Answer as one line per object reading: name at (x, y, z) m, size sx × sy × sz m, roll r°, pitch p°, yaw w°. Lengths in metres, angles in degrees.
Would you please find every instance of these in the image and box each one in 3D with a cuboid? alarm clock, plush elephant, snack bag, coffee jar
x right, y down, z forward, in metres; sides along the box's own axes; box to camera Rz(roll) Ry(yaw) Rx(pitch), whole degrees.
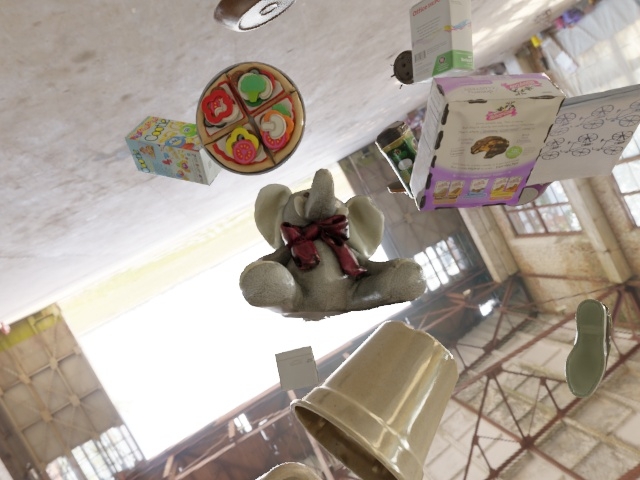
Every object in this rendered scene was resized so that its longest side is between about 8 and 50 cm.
alarm clock at (0.364, -0.688, 1.736) m, size 0.192 × 0.129 × 0.064 m, roll -22°, pitch -178°, yaw 40°
plush elephant at (0.000, 0.000, 0.770) m, size 0.272 × 0.255 × 0.330 m, roll -2°, pitch 164°, yaw -8°
snack bag at (0.386, -0.167, 0.836) m, size 0.343 × 0.037 × 0.323 m, roll -5°, pitch 164°, yaw 19°
coffee jar at (0.213, -0.202, 1.091) m, size 0.079 × 0.184 × 0.096 m, roll -28°, pitch -168°, yaw 35°

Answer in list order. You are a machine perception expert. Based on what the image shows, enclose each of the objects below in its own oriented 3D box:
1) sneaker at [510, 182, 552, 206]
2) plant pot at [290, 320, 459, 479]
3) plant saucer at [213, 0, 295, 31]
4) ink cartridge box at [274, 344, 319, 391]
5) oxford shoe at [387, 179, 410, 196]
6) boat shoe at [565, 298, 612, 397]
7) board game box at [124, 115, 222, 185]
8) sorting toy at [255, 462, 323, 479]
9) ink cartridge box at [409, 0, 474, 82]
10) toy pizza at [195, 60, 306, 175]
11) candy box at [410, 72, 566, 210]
sneaker at (0.536, -0.203, 1.019) m, size 0.305 × 0.114 × 0.152 m, roll -30°, pitch -138°, yaw 37°
plant pot at (0.153, 0.368, 1.033) m, size 0.305 × 0.333 × 0.334 m, roll -47°, pitch -167°, yaw -28°
plant saucer at (-0.106, -0.450, 0.837) m, size 0.199 × 0.036 × 0.198 m, roll -29°, pitch -170°, yaw 6°
ink cartridge box at (-0.078, 0.429, 1.503) m, size 0.128 × 0.127 × 0.176 m, roll -13°, pitch 167°, yaw -4°
oxford shoe at (0.371, -0.208, 1.823) m, size 0.213 × 0.076 × 0.076 m, roll -6°, pitch -144°, yaw -19°
boat shoe at (0.635, 0.254, 1.036) m, size 0.069 × 0.227 × 0.081 m, roll 18°, pitch 172°, yaw -38°
board game box at (-0.475, -0.302, 1.482) m, size 0.276 × 0.144 × 0.142 m, roll 13°, pitch -131°, yaw 13°
sorting toy at (0.003, 0.284, 0.371) m, size 0.193 × 0.208 × 0.038 m, roll -51°, pitch 180°, yaw 39°
ink cartridge box at (0.335, -0.563, 1.232) m, size 0.093 × 0.212 × 0.154 m, roll -11°, pitch -173°, yaw -29°
toy pizza at (-0.126, -0.215, 0.777) m, size 0.201 × 0.201 × 0.032 m, roll -27°, pitch 179°, yaw 7°
candy box at (0.236, -0.142, 0.663) m, size 0.165 × 0.070 × 0.196 m, roll -4°, pitch 137°, yaw -5°
